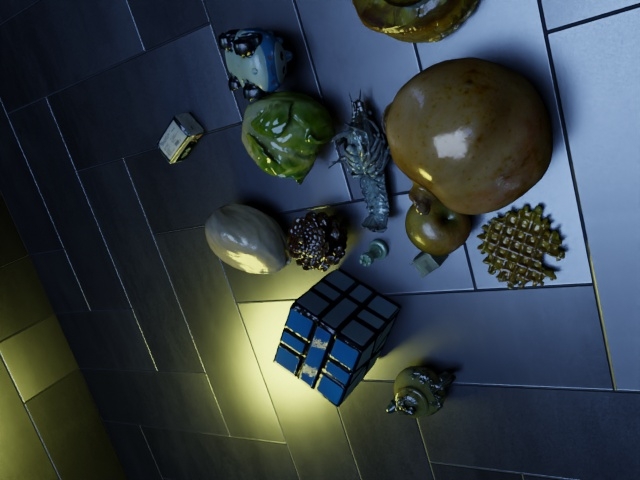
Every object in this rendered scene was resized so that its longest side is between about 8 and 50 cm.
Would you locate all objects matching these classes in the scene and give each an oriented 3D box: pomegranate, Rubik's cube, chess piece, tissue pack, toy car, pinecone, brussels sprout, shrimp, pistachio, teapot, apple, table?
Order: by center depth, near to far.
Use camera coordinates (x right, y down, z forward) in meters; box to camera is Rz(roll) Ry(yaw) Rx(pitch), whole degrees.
[{"bbox_3d":[0.345,-0.236,1.440,0.411,0.411,0.412,14,119,28],"label":"pomegranate"},{"bbox_3d":[0.329,-0.043,1.693,0.182,0.182,0.155,49,158,5],"label":"apple"},{"bbox_3d":[0.131,-0.224,1.752,0.221,0.166,0.411,-2,123,32],"label":"shrimp"},{"bbox_3d":[-0.182,-0.539,1.774,0.255,0.190,0.189,38,144,53],"label":"toy car"},{"bbox_3d":[0.325,0.059,1.795,0.062,0.079,0.083,51,131,2],"label":"table"},{"bbox_3d":[-0.104,-0.321,1.804,0.294,0.227,0.260,19,127,11],"label":"brussels sprout"},{"bbox_3d":[0.164,0.045,1.879,0.067,0.103,0.067,14,119,27],"label":"chess piece"},{"bbox_3d":[0.000,0.000,1.912,0.207,0.207,0.208,14,119,28],"label":"pinecone"},{"bbox_3d":[0.321,0.505,1.942,0.269,0.182,0.173,-35,90,38],"label":"teapot"},{"bbox_3d":[0.053,0.312,1.964,0.283,0.293,0.289,29,123,17],"label":"Rubik's cube"},{"bbox_3d":[-0.251,-0.003,2.066,0.331,0.208,0.226,24,102,6],"label":"pistachio"},{"bbox_3d":[-0.507,-0.368,2.141,0.103,0.090,0.170,51,127,2],"label":"tissue pack"}]

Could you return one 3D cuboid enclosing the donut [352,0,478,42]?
[{"bbox_3d":[0.229,-0.652,1.475,0.329,0.160,0.330,9,108,28],"label":"donut"}]

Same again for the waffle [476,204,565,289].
[{"bbox_3d":[0.552,0.024,1.647,0.231,0.051,0.229,-23,98,39],"label":"waffle"}]

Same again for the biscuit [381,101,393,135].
[{"bbox_3d":[0.239,-0.315,1.711,0.124,0.026,0.175,-11,105,37],"label":"biscuit"}]
